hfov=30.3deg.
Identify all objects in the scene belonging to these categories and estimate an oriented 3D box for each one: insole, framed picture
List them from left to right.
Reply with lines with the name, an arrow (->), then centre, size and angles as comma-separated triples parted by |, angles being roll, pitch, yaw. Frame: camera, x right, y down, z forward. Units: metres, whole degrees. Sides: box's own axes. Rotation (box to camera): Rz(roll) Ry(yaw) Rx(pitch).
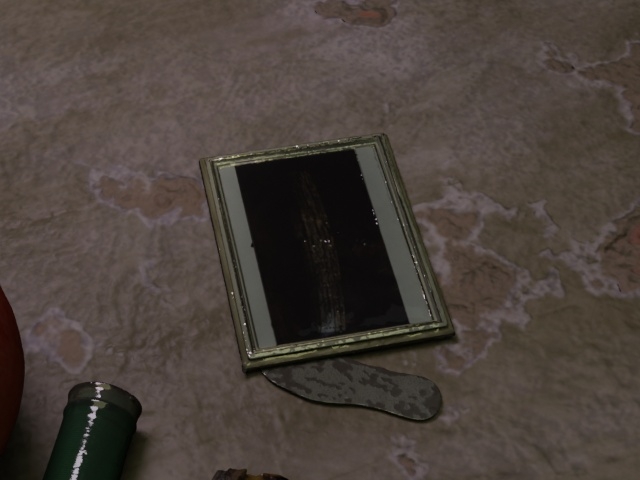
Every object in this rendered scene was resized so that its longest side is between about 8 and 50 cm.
framed picture -> 0.000, 0.000, 1.306 | 0.231, 0.018, 0.293 | -9, 54, -10
insole -> 0.029, 0.144, 1.216 | 0.194, 0.006, 0.065 | 13, 54, 6

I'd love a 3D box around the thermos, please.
thermos -> -0.223, 0.230, 1.095 | 0.073, 0.083, 0.187 | 5, 50, 8

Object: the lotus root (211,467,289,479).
lotus root -> -0.069, 0.347, 0.968 | 0.183, 0.182, 0.309 | 7, 56, 2

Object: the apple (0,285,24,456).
apple -> -0.443, 0.101, 1.003 | 0.364, 0.364, 0.363 | 2, 54, -2
